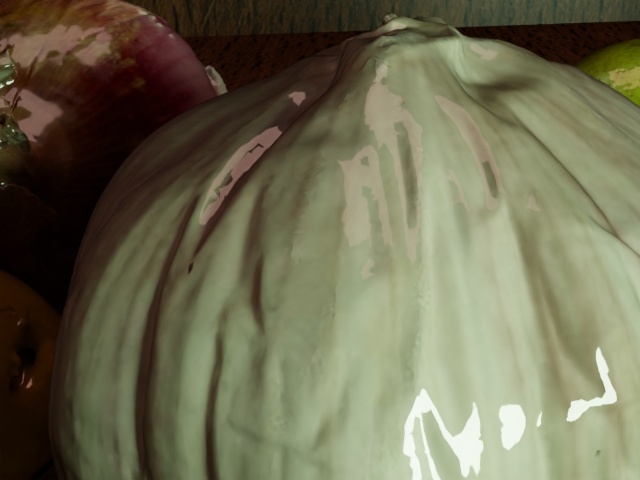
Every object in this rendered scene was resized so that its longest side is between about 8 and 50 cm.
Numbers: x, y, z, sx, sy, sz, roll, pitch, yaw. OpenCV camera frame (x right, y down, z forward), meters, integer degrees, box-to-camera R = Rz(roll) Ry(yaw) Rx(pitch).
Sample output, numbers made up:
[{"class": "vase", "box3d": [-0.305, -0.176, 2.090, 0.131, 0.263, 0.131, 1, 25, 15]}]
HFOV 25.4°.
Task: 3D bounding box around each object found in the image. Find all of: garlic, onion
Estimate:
[{"class": "garlic", "box3d": [0.028, 0.036, 0.600, 0.317, 0.259, 0.317, 3, 17, -1]}, {"class": "onion", "box3d": [-0.155, -0.035, 0.793, 0.230, 0.230, 0.163, -3, 2, -2]}]

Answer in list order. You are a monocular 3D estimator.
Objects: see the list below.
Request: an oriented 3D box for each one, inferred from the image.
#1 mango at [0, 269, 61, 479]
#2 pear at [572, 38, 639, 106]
[{"class": "mango", "box3d": [-0.243, 0.066, 0.723, 0.249, 0.156, 0.151, 13, 40, 18]}, {"class": "pear", "box3d": [0.284, -0.075, 1.190, 0.180, 0.166, 0.216, 4, 33, -30]}]
